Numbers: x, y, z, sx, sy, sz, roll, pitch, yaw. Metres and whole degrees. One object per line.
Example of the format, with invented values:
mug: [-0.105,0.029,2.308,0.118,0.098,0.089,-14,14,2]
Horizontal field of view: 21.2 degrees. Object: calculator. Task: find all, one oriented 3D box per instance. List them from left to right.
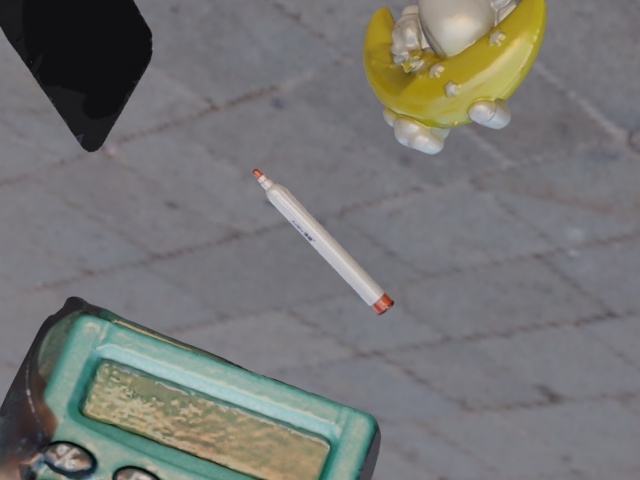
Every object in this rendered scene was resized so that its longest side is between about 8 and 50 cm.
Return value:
calculator: [-0.113,0.194,1.135,0.248,0.274,0.058,19,161,9]

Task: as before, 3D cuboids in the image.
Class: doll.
doll: [0.152,-0.227,1.908,0.111,0.252,0.237,21,136,-41]

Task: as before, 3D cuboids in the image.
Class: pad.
pad: [-0.295,-0.159,1.669,0.055,0.323,0.250,27,157,37]

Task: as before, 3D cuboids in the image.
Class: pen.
pen: [0.000,0.000,1.924,0.218,0.026,0.026,46,150,-5]
